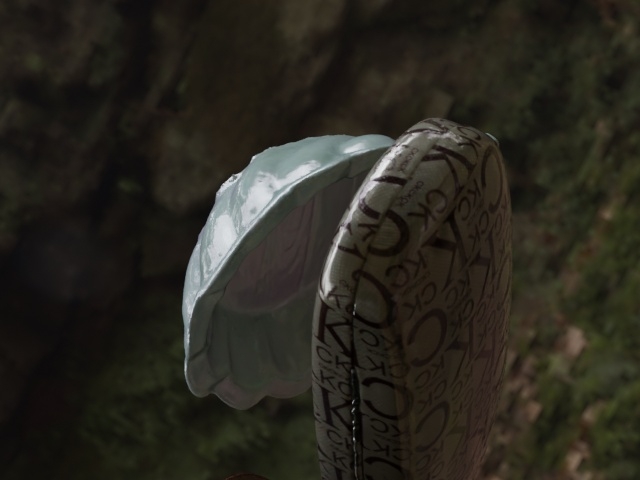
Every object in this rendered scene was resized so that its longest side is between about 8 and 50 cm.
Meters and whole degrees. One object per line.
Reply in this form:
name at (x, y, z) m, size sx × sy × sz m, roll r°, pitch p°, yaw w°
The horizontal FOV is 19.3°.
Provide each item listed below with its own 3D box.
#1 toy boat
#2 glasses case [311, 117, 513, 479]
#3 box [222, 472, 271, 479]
toy boat at (0.000, 0.000, 1.314) m, size 0.290 × 0.100 × 0.199 m, roll -21°, pitch -42°, yaw -35°
glasses case at (0.054, 0.072, 1.096) m, size 0.137 × 0.085 × 0.355 m, roll -56°, pitch -22°, yaw -30°
box at (-0.143, 0.330, 1.176) m, size 0.229 × 0.239 × 0.339 m, roll -37°, pitch -13°, yaw 34°
